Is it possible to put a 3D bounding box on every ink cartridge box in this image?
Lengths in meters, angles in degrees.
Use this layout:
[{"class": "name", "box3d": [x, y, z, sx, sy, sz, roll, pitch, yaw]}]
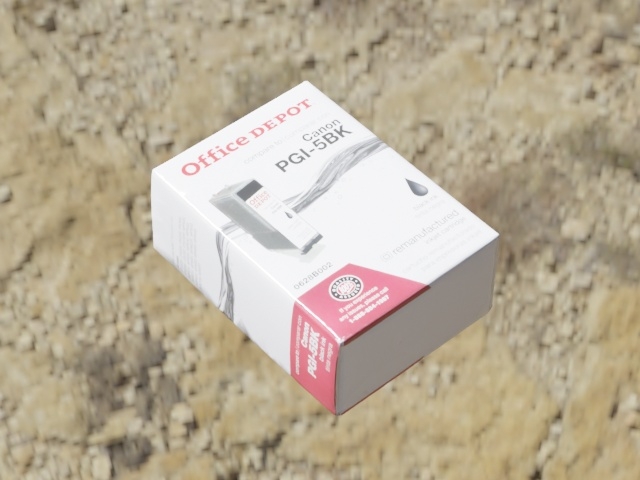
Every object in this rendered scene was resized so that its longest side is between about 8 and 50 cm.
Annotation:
[{"class": "ink cartridge box", "box3d": [0.000, 0.000, 0.847, 0.099, 0.056, 0.135, -33, 57, -27]}]
